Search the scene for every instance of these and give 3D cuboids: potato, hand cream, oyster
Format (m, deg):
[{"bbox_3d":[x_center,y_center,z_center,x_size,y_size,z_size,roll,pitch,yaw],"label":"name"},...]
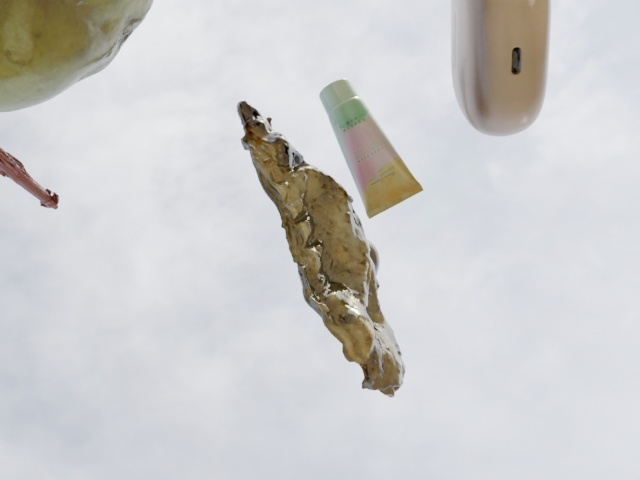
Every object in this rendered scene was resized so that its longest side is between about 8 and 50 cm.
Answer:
[{"bbox_3d":[-0.231,-0.176,0.581,0.228,0.148,0.197,30,-122,4],"label":"potato"},{"bbox_3d":[0.056,-0.119,1.140,0.076,0.047,0.174,-28,-105,8],"label":"hand cream"},{"bbox_3d":[0.001,0.000,0.932,0.079,0.129,0.345,-31,-103,22],"label":"oyster"}]

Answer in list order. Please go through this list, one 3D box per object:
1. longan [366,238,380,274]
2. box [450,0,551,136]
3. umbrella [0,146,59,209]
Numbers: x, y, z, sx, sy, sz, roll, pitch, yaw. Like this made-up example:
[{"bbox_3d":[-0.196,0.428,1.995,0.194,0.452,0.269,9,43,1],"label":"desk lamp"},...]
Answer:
[{"bbox_3d":[0.046,0.044,1.440,0.092,0.113,0.113,31,-105,-27],"label":"longan"},{"bbox_3d":[0.180,-0.206,0.926,0.088,0.146,0.200,-4,-60,-1],"label":"box"},{"bbox_3d":[-0.352,-0.085,1.028,0.027,0.025,0.165,-45,-46,-4],"label":"umbrella"}]
